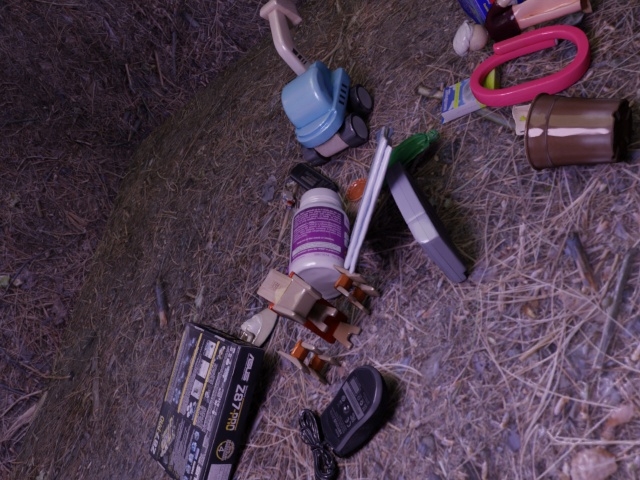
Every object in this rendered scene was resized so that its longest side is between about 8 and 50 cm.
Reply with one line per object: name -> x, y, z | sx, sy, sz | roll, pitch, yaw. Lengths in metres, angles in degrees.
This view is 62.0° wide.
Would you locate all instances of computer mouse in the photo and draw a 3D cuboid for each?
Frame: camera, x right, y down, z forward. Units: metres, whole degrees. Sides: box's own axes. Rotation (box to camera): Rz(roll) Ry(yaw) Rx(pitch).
computer mouse -> 0.065, 0.386, 1.173 | 0.272, 0.072, 0.188 | -53, 35, 21

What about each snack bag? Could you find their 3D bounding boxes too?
snack bag -> 0.127, -0.116, 1.348 | 0.342, 0.037, 0.323 | -67, -7, -72

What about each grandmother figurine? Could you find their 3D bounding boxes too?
grandmother figurine -> 0.512, -0.581, 1.396 | 0.342, 0.208, 0.104 | -16, 60, 30

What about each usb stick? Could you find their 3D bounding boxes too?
usb stick -> -0.027, -0.201, 1.808 | 0.077, 0.045, 0.278 | -45, 35, -2

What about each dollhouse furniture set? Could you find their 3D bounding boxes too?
dollhouse furniture set -> -0.017, 0.171, 1.283 | 0.135, 0.259, 0.262 | 22, 75, 44

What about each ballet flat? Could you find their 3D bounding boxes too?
ballet flat -> -0.210, 0.289, 1.551 | 0.086, 0.086, 0.248 | 12, 69, 52

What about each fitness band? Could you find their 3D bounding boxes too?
fitness band -> 0.525, -0.439, 1.352 | 0.291, 0.054, 0.209 | -11, 53, 30

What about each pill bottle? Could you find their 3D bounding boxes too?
pill bottle -> 0.000, 0.000, 1.491 | 0.169, 0.169, 0.301 | -28, 42, 30

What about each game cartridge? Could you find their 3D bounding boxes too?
game cartridge -> 0.238, -0.054, 1.243 | 0.060, 0.196, 0.294 | -31, 39, 13

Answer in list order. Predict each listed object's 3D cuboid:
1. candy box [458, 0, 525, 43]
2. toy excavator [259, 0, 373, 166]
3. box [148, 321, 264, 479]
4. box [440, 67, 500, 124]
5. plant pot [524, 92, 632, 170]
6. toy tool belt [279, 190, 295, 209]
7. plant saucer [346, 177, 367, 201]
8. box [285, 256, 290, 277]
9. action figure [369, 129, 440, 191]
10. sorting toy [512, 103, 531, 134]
candy box -> 0.459, -0.760, 1.553 | 0.122, 0.268, 0.317 | -34, 39, 18
toy excavator -> -0.040, -0.540, 1.770 | 0.222, 0.445, 0.433 | -21, 46, 36
box -> -0.320, 0.446, 1.450 | 0.318, 0.097, 0.395 | 6, 80, 49
box -> 0.411, -0.403, 1.491 | 0.178, 0.042, 0.109 | -16, 48, 39
plant pot -> 0.536, -0.226, 1.101 | 0.165, 0.167, 0.167 | 9, 67, 44
toy tool belt -> -0.114, -0.131, 1.851 | 0.083, 0.052, 0.051 | -100, 25, -50
plant saucer -> 0.115, -0.153, 1.631 | 0.083, 0.013, 0.083 | -29, 42, 30
box -> -0.045, 0.034, 1.634 | 0.116, 0.029, 0.162 | -20, 44, 38
action figure -> 0.241, -0.235, 1.516 | 0.232, 0.063, 0.137 | -38, 35, 26
sorting toy -> 0.506, -0.291, 1.288 | 0.083, 0.045, 0.075 | 5, 71, 50
